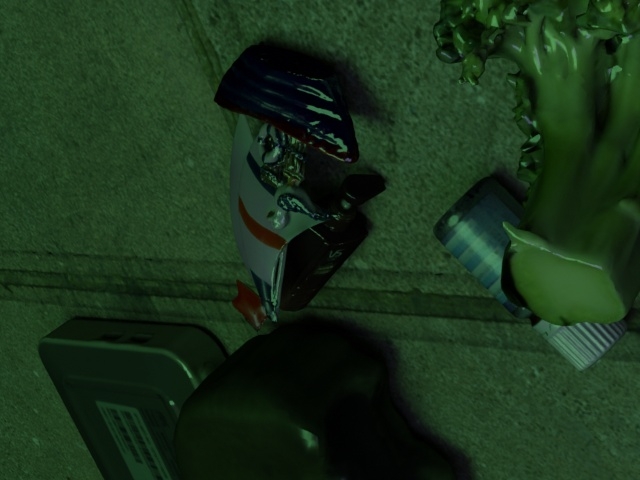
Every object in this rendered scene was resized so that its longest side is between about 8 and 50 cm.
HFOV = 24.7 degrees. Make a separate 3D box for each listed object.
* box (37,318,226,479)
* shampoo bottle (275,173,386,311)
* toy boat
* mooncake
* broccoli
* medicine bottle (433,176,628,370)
[{"bbox_3d":[-0.220,0.286,2.086,0.373,0.090,0.367,0,122,48],"label":"box"},{"bbox_3d":[0.002,0.001,1.621,0.067,0.068,0.236,48,146,10],"label":"shampoo bottle"},{"bbox_3d":[-0.058,-0.072,1.572,0.219,0.072,0.318,53,137,28],"label":"toy boat"},{"bbox_3d":[-0.003,0.276,1.768,0.351,0.187,0.351,25,137,25],"label":"mooncake"},{"bbox_3d":[0.256,-0.072,1.130,0.277,0.318,0.338,-3,159,34],"label":"broccoli"},{"bbox_3d":[0.205,0.033,1.416,0.203,0.083,0.083,45,144,8],"label":"medicine bottle"}]
